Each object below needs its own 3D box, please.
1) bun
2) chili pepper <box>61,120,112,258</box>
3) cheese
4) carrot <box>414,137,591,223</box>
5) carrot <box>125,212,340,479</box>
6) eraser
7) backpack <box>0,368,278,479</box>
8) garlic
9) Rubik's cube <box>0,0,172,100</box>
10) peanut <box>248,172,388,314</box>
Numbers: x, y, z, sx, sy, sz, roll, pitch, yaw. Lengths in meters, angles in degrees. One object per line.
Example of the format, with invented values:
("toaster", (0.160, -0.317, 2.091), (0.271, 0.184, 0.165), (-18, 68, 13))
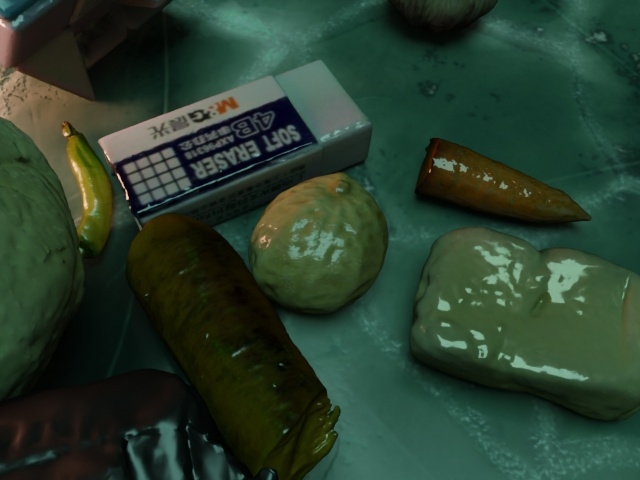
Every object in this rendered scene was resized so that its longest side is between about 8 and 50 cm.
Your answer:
("bun", (-0.348, 0.058, 0.592), (0.352, 0.227, 0.349), (-9, 37, 37))
("chili pepper", (-0.267, -0.060, 0.801), (0.049, 0.043, 0.208), (-24, 56, 13))
("cheese", (0.226, 0.085, 0.710), (0.263, 0.093, 0.159), (15, 64, 4))
("carrot", (0.215, -0.060, 0.804), (0.205, 0.072, 0.072), (17, 62, 5))
("carrot", (-0.089, 0.088, 0.648), (0.114, 0.114, 0.302), (-29, 50, -17))
("eraser", (-0.094, -0.105, 0.804), (0.287, 0.086, 0.130), (-25, 64, -15))
("backpack", (-0.102, 0.308, 0.440), (0.255, 0.363, 0.446), (-12, 78, -18))
("garlic", (0.157, -0.340, 0.939), (0.159, 0.102, 0.147), (3, 46, -14))
("Rubik's cube", (-0.350, -0.358, 0.788), (0.387, 0.368, 0.358), (49, 65, -15))
("peanut", (0.000, 0.000, 0.736), (0.140, 0.109, 0.159), (21, 65, -7))
